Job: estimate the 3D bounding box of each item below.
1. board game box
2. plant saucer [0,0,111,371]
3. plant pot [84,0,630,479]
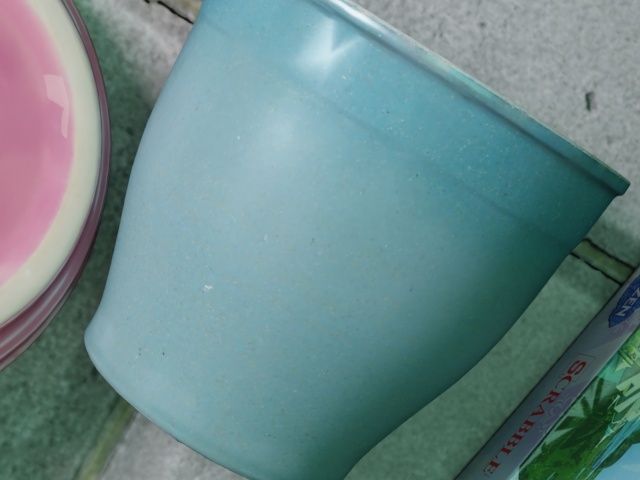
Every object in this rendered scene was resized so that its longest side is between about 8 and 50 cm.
[{"bbox_3d":[0.269,0.217,0.987,0.318,0.066,0.318,45,79,-14],"label":"board game box"},{"bbox_3d":[-0.247,-0.062,0.738,0.332,0.084,0.332,2,87,-42],"label":"plant saucer"},{"bbox_3d":[0.000,0.000,0.804,0.271,0.271,0.255,29,98,-17],"label":"plant pot"}]
